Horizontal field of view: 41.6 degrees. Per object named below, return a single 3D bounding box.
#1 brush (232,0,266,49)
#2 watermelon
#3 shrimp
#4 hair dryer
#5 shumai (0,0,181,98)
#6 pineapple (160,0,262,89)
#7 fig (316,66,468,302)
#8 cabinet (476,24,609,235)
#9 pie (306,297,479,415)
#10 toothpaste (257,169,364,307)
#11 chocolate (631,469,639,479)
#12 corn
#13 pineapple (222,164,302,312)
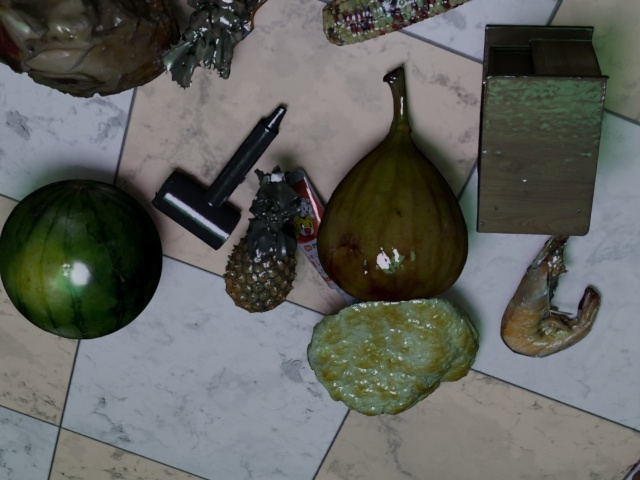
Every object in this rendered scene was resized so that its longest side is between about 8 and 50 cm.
[{"bbox_3d":[-0.090,-0.312,1.127,0.043,0.014,0.170,42,120,-18],"label":"brush"},{"bbox_3d":[-0.359,0.028,1.271,0.242,0.242,0.242,5,124,8],"label":"watermelon"},{"bbox_3d":[0.360,0.087,1.288,0.143,0.052,0.251,4,132,-4],"label":"shrimp"},{"bbox_3d":[-0.139,-0.112,1.249,0.128,0.070,0.255,34,115,-11],"label":"hair dryer"},{"bbox_3d":[-0.361,-0.258,1.054,0.346,0.283,0.217,16,123,-2],"label":"shumai"},{"bbox_3d":[-0.090,-0.345,1.020,0.175,0.175,0.361,21,129,-4],"label":"pineapple"},{"bbox_3d":[0.109,-0.075,1.163,0.216,0.217,0.321,7,102,6],"label":"fig"},{"bbox_3d":[0.277,-0.143,1.071,0.148,0.175,0.215,2,123,10],"label":"cabinet"},{"bbox_3d":[0.113,0.175,1.342,0.274,0.105,0.257,-27,128,24],"label":"pie"},{"bbox_3d":[0.000,0.000,1.298,0.089,0.057,0.234,-24,108,32],"label":"toothpaste"},{"bbox_3d":[0.636,0.423,1.424,0.214,0.093,0.148,-31,111,26],"label":"chocolate"},{"bbox_3d":[0.118,-0.313,1.045,0.253,0.086,0.086,-19,117,24],"label":"corn"},{"bbox_3d":[-0.081,-0.004,1.251,0.125,0.125,0.251,15,137,1],"label":"pineapple"}]
